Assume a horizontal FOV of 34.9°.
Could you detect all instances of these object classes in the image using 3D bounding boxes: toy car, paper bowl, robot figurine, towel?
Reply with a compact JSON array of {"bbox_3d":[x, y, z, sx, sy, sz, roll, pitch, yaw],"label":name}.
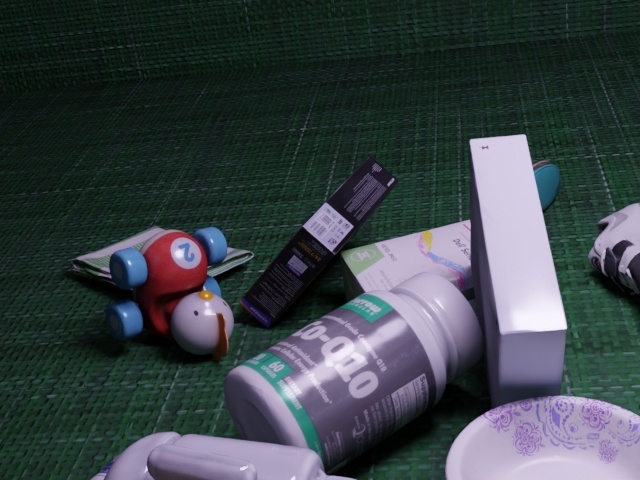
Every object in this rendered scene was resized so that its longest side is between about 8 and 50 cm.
[{"bbox_3d":[-0.227,0.114,1.829,0.219,0.210,0.238,-17,38,-41],"label":"toy car"},{"bbox_3d":[0.302,0.334,1.273,0.284,0.148,0.284,-6,27,3],"label":"paper bowl"},{"bbox_3d":[-0.121,0.342,1.241,0.354,0.299,0.199,5,46,11],"label":"robot figurine"},{"bbox_3d":[-0.336,0.040,2.118,0.248,0.038,0.325,-24,25,-39],"label":"towel"}]

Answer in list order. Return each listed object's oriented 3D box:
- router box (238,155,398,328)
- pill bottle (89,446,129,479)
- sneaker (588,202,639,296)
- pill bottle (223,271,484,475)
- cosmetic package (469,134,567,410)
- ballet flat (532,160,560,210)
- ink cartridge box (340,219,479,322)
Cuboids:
[{"bbox_3d":[0.000,0.000,1.929,0.081,0.243,0.309,41,39,1],"label":"router box"},{"bbox_3d":[-0.296,0.374,1.431,0.094,0.094,0.169,11,33,33],"label":"pill bottle"},{"bbox_3d":[0.557,0.047,1.823,0.146,0.122,0.330,-19,23,21],"label":"sneaker"},{"bbox_3d":[0.056,0.200,1.523,0.361,0.204,0.204,-29,33,-27],"label":"pill bottle"},{"bbox_3d":[0.286,0.072,1.521,0.098,0.284,0.377,-6,47,6],"label":"cosmetic package"},{"bbox_3d":[0.397,-0.082,2.115,0.106,0.107,0.316,2,26,35],"label":"ballet flat"},{"bbox_3d":[0.235,0.067,1.847,0.354,0.119,0.207,-14,27,-10],"label":"ink cartridge box"}]
